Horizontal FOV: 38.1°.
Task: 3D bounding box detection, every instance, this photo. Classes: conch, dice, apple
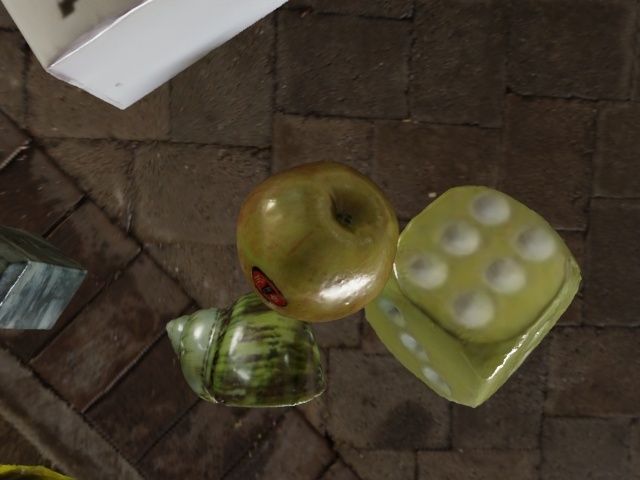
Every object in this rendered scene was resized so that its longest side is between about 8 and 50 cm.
[{"bbox_3d":[-0.091,0.130,1.087,0.181,0.187,0.124,-14,98,13],"label":"conch"},{"bbox_3d":[0.158,0.059,0.981,0.166,0.169,0.169,39,69,18],"label":"dice"},{"bbox_3d":[0.000,0.000,0.457,0.083,0.071,0.084,9,70,-25],"label":"apple"}]

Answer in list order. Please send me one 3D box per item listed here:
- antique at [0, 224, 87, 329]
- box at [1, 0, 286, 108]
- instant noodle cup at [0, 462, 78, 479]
[{"bbox_3d":[-0.341,0.039,1.017,0.088,0.183,0.086,34,89,8],"label":"antique"},{"bbox_3d":[-0.037,-0.215,0.377,0.274,0.116,0.203,-34,88,3],"label":"box"},{"bbox_3d":[-0.127,0.172,0.287,0.182,0.144,0.182,0,87,-2],"label":"instant noodle cup"}]
